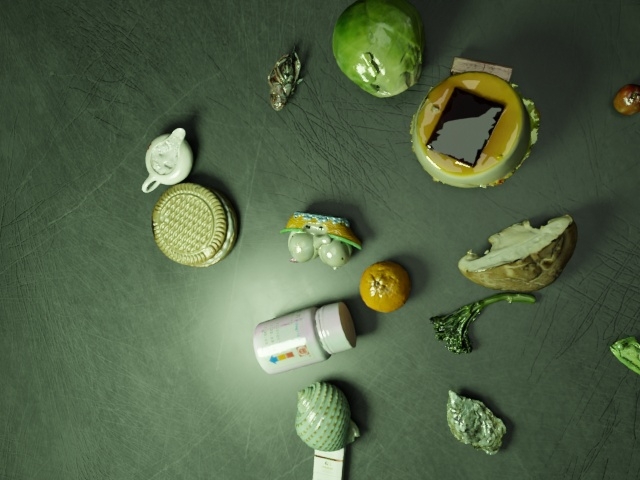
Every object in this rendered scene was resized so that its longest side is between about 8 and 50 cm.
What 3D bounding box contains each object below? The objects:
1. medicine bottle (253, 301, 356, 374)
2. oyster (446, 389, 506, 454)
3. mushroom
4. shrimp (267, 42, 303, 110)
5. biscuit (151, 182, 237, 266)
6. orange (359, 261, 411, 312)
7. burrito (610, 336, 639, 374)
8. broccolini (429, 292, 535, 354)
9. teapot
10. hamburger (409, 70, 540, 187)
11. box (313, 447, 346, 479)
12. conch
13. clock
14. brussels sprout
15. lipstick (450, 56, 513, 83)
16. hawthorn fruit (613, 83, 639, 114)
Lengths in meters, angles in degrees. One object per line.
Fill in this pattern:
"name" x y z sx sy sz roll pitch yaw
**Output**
"medicine bottle" -0.041 0.261 1.359 0.254 0.152 0.152 -20 88 14
"oyster" 0.391 0.472 1.301 0.177 0.064 0.125 29 96 10
"mushroom" 0.494 0.056 1.229 0.285 0.156 0.151 -25 114 16
"shrimp" -0.096 -0.449 1.381 0.073 0.074 0.191 19 87 45
"biscuit" -0.369 -0.044 1.468 0.258 0.079 0.260 1 94 15
"orange" 0.167 0.122 1.313 0.135 0.117 0.136 3 99 19
"burrito" 0.828 0.307 1.176 0.287 0.054 0.104 32 100 11
"broccolini" 0.424 0.212 1.286 0.271 0.062 0.123 -22 97 12
"teapot" -0.444 -0.229 1.473 0.145 0.092 0.226 40 103 12
"hamburger" 0.361 -0.261 1.211 0.293 0.179 0.276 24 96 16
"box" 0.025 0.635 1.418 0.083 0.040 0.155 6 94 17
"conch" 0.012 0.481 1.355 0.199 0.131 0.172 35 81 17
"clock" 0.000 0.000 1.360 0.230 0.103 0.144 8 97 17
"brussels sprout" 0.146 -0.481 1.247 0.243 0.244 0.245 1 93 15
"lipstick" 0.401 -0.421 1.258 0.145 0.045 0.045 17 95 15
"hawthorn fruit" 0.720 -0.327 1.163 0.077 0.077 0.077 1 93 15
